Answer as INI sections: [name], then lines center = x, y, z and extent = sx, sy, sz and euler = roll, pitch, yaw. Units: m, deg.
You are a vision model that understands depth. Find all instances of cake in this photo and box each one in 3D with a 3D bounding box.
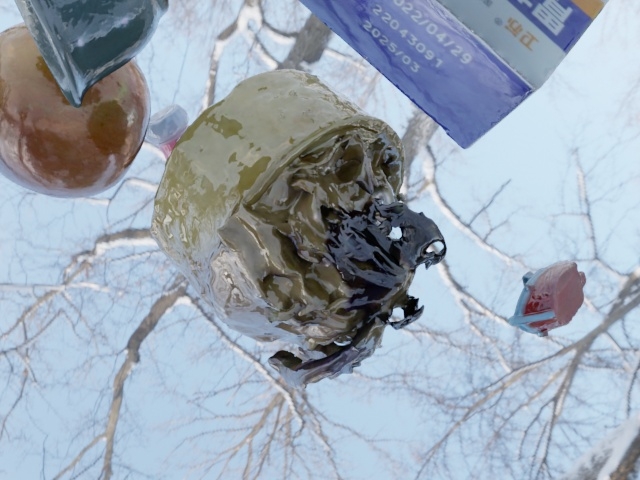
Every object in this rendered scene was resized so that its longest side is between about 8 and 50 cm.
[cake]
center = 0.005, 0.000, 0.894
extent = 0.332, 0.332, 0.321
euler = -26, -125, -35

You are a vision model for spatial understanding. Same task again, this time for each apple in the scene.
[apple]
center = -0.372, -0.183, 1.048
extent = 0.253, 0.253, 0.254
euler = 12, -128, -16

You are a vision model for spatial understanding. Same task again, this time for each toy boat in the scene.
[toy boat]
center = 0.267, 0.068, 0.883
extent = 0.173, 0.058, 0.069
euler = -26, -76, -54

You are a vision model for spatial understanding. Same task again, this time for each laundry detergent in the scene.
[laundry detergent]
center = -0.188, -0.082, 1.306
extent = 0.335, 0.087, 0.159
euler = 59, -176, -26

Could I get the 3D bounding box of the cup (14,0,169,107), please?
[cup]
center = -0.257, -0.271, 0.846
extent = 0.150, 0.199, 0.199
euler = -28, -110, -17

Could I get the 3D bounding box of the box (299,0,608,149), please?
[box]
center = 0.133, -0.244, 0.546
extent = 0.200, 0.106, 0.299
euler = 41, -111, -2
